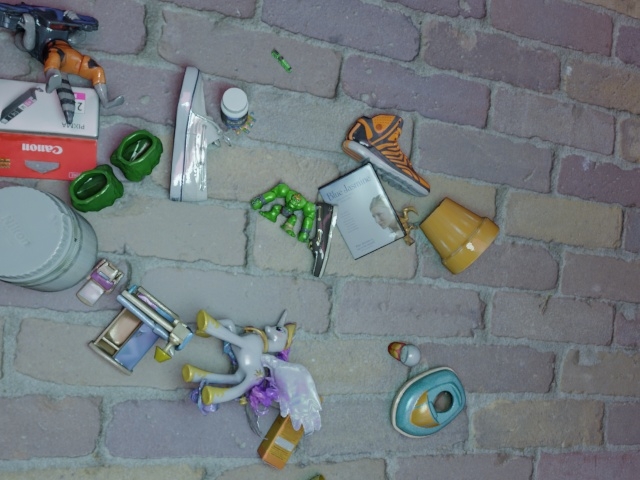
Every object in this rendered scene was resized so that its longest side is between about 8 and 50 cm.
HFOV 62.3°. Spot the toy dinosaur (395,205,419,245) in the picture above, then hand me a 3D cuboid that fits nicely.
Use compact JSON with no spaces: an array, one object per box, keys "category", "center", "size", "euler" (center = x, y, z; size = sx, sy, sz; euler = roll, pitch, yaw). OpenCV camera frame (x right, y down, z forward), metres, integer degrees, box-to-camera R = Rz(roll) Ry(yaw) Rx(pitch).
[{"category":"toy dinosaur","center":[0.248,-0.069,1.664],"size":[0.112,0.064,0.211],"euler":[-39,105,8]}]

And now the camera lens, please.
[{"category":"camera lens","center":[-0.665,0.004,1.245],"size":[0.219,0.274,0.220],"euler":[2,79,-8]}]

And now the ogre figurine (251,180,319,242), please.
[{"category":"ogre figurine","center":[-0.095,-0.092,1.549],"size":[0.197,0.097,0.118],"euler":[35,92,14]}]

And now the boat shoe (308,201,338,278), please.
[{"category":"boat shoe","center":[0.000,0.000,1.587],"size":[0.068,0.081,0.228],"euler":[12,88,0]}]

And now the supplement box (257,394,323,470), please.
[{"category":"supplement box","center":[-0.087,0.537,1.540],"size":[0.080,0.078,0.233],"euler":[33,79,-15]}]

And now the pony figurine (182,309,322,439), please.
[{"category":"pony figurine","center":[-0.176,0.351,1.404],"size":[0.363,0.302,0.351],"euler":[12,64,-47]}]

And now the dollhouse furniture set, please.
[{"category":"dollhouse furniture set","center":[-0.493,0.207,1.295],"size":[0.286,0.303,0.198],"euler":[42,76,-13]}]

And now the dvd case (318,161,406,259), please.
[{"category":"dvd case","center":[0.128,-0.088,1.614],"size":[0.180,0.022,0.253],"euler":[-26,97,13]}]

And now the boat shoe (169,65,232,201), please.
[{"category":"boat shoe","center":[-0.322,-0.284,1.455],"size":[0.156,0.136,0.367],"euler":[5,90,-18]}]

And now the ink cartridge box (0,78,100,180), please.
[{"category":"ink cartridge box","center":[-0.719,-0.280,1.362],"size":[0.275,0.060,0.239],"euler":[2,87,-18]}]

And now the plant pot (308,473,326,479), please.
[{"category":"plant pot","center":[-0.027,0.763,1.539],"size":[0.095,0.134,0.134],"euler":[-19,95,9]}]

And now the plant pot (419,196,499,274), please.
[{"category":"plant pot","center":[0.423,-0.028,1.675],"size":[0.188,0.205,0.205],"euler":[42,76,3]}]

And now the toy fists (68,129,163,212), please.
[{"category":"toy fists","center":[-0.530,-0.177,1.381],"size":[0.096,0.142,0.279],"euler":[44,76,4]}]

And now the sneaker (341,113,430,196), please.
[{"category":"sneaker","center":[0.238,-0.279,1.646],"size":[0.321,0.124,0.180],"euler":[33,80,-15]}]

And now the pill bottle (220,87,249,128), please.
[{"category":"pill bottle","center":[-0.240,-0.369,1.476],"size":[0.078,0.137,0.078],"euler":[1,83,-10]}]

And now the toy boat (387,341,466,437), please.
[{"category":"toy boat","center":[0.312,0.456,1.638],"size":[0.267,0.148,0.318],"euler":[-31,98,-17]}]

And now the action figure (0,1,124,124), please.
[{"category":"action figure","center":[-0.685,-0.459,1.283],"size":[0.341,0.178,0.330],"euler":[-13,59,-52]}]

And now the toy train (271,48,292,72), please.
[{"category":"toy train","center":[-0.114,-0.539,1.588],"size":[0.083,0.023,0.017],"euler":[45,76,-12]}]

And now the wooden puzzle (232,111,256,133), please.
[{"category":"wooden puzzle","center":[-0.222,-0.347,1.556],"size":[0.049,0.006,0.083],"euler":[30,80,-15]}]
